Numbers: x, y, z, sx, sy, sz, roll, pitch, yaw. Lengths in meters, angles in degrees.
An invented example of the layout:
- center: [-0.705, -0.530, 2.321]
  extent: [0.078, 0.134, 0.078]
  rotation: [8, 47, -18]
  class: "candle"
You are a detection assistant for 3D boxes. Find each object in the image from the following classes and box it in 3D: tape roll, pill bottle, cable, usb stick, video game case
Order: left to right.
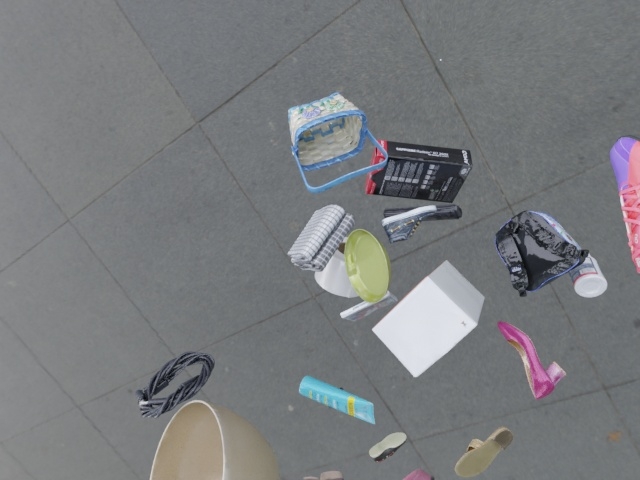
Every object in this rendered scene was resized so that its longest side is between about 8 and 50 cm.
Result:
- center: [-0.320, 0.313, 0.982]
  extent: [0.184, 0.150, 0.047]
  rotation: [-30, 110, -20]
  class: "cable"
- center: [0.110, 0.111, 1.955]
  extent: [0.246, 0.246, 0.169]
  rotation: [19, 116, 7]
  class: "tape roll"
- center: [0.178, 0.237, 1.573]
  extent: [0.183, 0.201, 0.023]
  rotation: [-28, 71, 10]
  class: "video game case"
- center: [0.356, -0.095, 1.566]
  extent: [0.278, 0.045, 0.077]
  rotation: [-1, 156, 35]
  class: "usb stick"
- center: [1.010, 0.120, 1.689]
  extent: [0.107, 0.180, 0.108]
  rotation: [7, 127, 10]
  class: "pill bottle"

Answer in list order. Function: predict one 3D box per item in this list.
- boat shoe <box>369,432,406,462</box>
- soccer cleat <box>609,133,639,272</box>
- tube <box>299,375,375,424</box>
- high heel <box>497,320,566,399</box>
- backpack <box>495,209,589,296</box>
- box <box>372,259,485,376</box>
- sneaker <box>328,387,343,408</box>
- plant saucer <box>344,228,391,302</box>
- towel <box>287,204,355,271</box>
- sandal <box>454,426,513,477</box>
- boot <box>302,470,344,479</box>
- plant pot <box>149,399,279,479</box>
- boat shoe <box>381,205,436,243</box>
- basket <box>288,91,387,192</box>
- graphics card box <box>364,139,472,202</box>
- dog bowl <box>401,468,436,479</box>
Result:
- center: [0.222, 0.670, 1.435]
  extent: [0.133, 0.049, 0.042]
  rotation: [-30, 118, -4]
  class: "boat shoe"
- center: [0.510, -0.014, 0.658]
  extent: [0.116, 0.108, 0.318]
  rotation: [-26, 73, 12]
  class: "soccer cleat"
- center: [0.045, 0.408, 1.138]
  extent: [0.207, 0.052, 0.080]
  rotation: [13, 134, 28]
  class: "tube"
- center: [0.619, 0.364, 1.368]
  extent: [0.117, 0.082, 0.244]
  rotation: [-39, 61, -5]
  class: "high heel"
- center: [0.792, 0.024, 1.623]
  extent: [0.276, 0.213, 0.263]
  rotation: [-42, 69, 31]
  class: "backpack"
- center: [0.319, 0.205, 1.255]
  extent: [0.168, 0.345, 0.215]
  rotation: [46, 109, 13]
  class: "box"
- center: [0.070, 0.721, 2.005]
  extent: [0.170, 0.051, 0.089]
  rotation: [-38, 68, 57]
  class: "sneaker"
- center: [0.156, 0.079, 1.418]
  extent: [0.037, 0.241, 0.241]
  rotation: [-11, 115, -27]
  class: "plant saucer"
- center: [0.000, 0.000, 1.657]
  extent: [0.121, 0.283, 0.235]
  rotation: [36, 77, -11]
  class: "towel"
- center: [0.573, 0.743, 1.575]
  extent: [0.240, 0.079, 0.088]
  rotation: [-39, 94, 1]
  class: "sandal"
- center: [0.024, 0.338, 0.565]
  extent: [0.118, 0.087, 0.042]
  rotation: [1, 113, 3]
  class: "boot"
- center: [-0.197, 0.488, 0.904]
  extent: [0.191, 0.284, 0.284]
  rotation: [25, 123, -37]
  class: "plant pot"
- center: [0.293, -0.050, 1.419]
  extent: [0.183, 0.065, 0.083]
  rotation: [-17, 81, -3]
  class: "boat shoe"
- center: [0.029, -0.288, 1.323]
  extent: [0.254, 0.201, 0.289]
  rotation: [-22, 65, -11]
  class: "basket"
- center: [0.376, -0.266, 1.737]
  extent: [0.370, 0.094, 0.233]
  rotation: [6, 146, -1]
  class: "graphics card box"
- center: [0.218, 0.836, 1.277]
  extent: [0.150, 0.408, 0.408]
  rotation: [46, 119, 23]
  class: "dog bowl"
